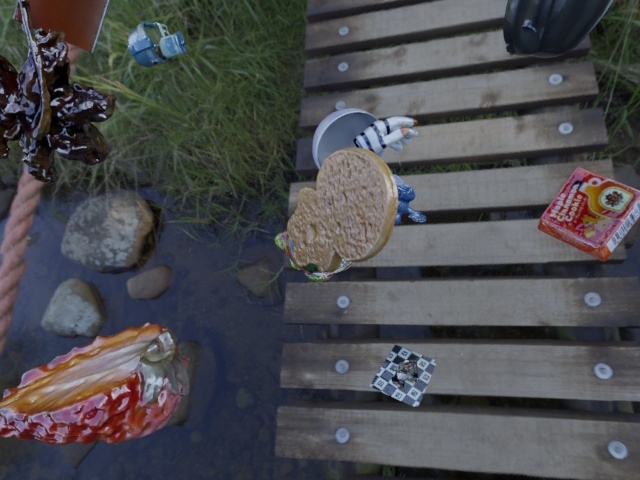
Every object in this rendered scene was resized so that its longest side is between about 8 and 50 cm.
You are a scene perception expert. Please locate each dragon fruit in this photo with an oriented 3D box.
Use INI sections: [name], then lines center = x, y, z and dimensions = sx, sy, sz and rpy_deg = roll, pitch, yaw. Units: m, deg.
[dragon fruit]
center = 0.000, 0.000, 1.442
dimensions = 0.296, 0.130, 0.268
rpy_deg = -5, 88, -9

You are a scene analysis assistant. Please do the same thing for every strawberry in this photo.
[strawberry]
center = -0.404, 0.286, 0.795
dimensions = 0.336, 0.265, 0.149
rpy_deg = -16, 110, 0

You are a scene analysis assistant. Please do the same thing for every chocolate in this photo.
[chocolate]
center = 0.857, -0.093, 1.392
dimensions = 0.235, 0.108, 0.237
rpy_deg = 39, 99, 38

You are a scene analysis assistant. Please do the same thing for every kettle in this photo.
[kettle]
center = 0.496, -0.541, 0.909
dimensions = 0.321, 0.324, 0.228
rpy_deg = -30, 51, -31

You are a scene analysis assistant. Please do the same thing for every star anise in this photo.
[star anise]
center = -0.393, -0.172, 0.595
dimensions = 0.190, 0.220, 0.125
rpy_deg = -27, 47, 7

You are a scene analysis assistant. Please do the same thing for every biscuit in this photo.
[biscuit]
center = 0.031, -0.043, 0.783
dimensions = 0.289, 0.044, 0.201
rpy_deg = -42, 61, 48

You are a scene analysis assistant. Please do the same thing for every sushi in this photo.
[sushi]
center = 0.317, 0.513, 1.645
dimensions = 0.193, 0.040, 0.210
rpy_deg = 17, 49, 30

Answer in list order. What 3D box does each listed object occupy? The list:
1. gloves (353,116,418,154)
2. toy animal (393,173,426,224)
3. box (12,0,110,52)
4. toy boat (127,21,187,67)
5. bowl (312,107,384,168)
[gloves]
center = 0.235, -0.377, 1.545
dimensions = 0.219, 0.140, 0.131
rpy_deg = -34, 78, 5
[toy animal]
center = 0.320, -0.158, 1.838
dimensions = 0.256, 0.239, 0.176
rpy_deg = 9, 34, -17
[box]
center = -0.384, -0.576, 0.751
dimensions = 0.344, 0.122, 0.385
rpy_deg = -50, 39, 32
[toy boat]
center = -0.357, -0.447, 0.979
dimensions = 0.102, 0.215, 0.088
rpy_deg = -16, 116, 6
[bowl]
center = 0.093, -0.377, 1.679
dimensions = 0.287, 0.287, 0.143
rpy_deg = -40, 39, 5
